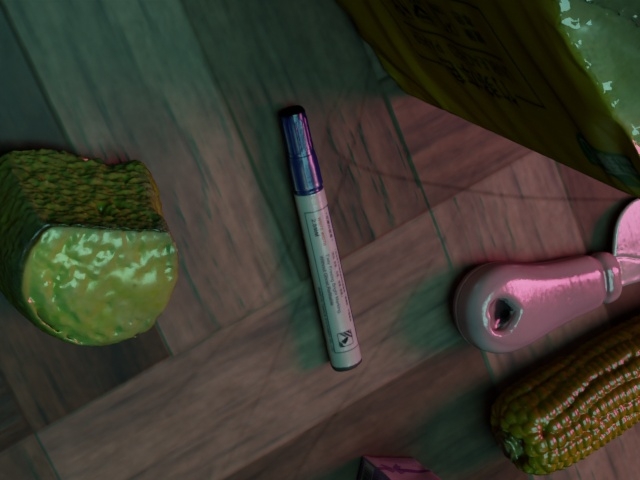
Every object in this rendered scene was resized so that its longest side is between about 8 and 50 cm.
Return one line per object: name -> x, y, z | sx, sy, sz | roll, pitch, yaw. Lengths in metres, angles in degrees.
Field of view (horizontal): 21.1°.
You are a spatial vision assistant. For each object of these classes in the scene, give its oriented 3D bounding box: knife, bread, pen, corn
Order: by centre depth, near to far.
bread -> -0.159, 0.006, 1.125 | 0.129, 0.114, 0.111 | -2, 113, -21
pen -> 0.000, 0.000, 1.244 | 0.025, 0.025, 0.204 | -19, 112, -18
corn -> 0.239, 0.110, 1.356 | 0.231, 0.080, 0.080 | -26, 115, -16
knife -> 0.249, 0.007, 1.362 | 0.336, 0.043, 0.081 | -19, 107, -25

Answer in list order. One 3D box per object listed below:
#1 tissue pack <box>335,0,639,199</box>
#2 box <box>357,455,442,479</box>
tissue pack -> 0.192, -0.204, 1.066 | 0.293, 0.382, 0.228 | -42, 116, -7
box -> 0.073, 0.197, 1.286 | 0.051, 0.117, 0.036 | 4, 102, -28
